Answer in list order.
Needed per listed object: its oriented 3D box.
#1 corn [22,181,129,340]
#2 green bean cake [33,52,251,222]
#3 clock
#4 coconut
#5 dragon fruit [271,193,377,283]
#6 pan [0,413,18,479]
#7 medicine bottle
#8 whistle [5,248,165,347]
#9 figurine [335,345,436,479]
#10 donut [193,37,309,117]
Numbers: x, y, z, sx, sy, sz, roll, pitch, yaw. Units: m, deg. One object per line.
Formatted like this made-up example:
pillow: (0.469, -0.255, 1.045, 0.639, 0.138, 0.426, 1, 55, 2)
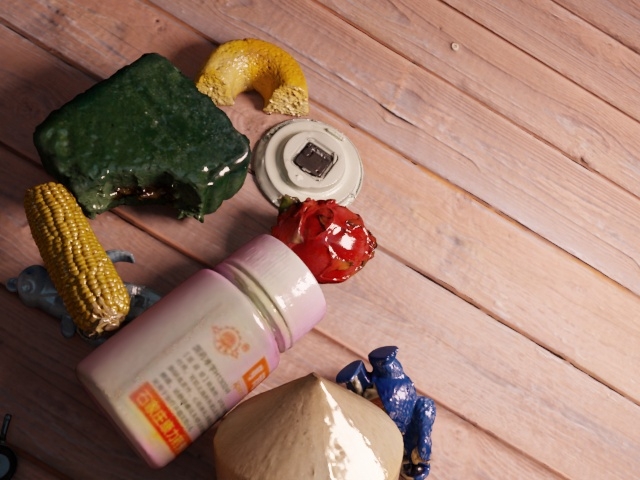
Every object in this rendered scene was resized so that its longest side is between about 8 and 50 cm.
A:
corn: (-0.406, 0.026, 1.107, 0.106, 0.106, 0.293, -24, 69, -22)
green bean cake: (-0.325, -0.153, 1.248, 0.308, 0.169, 0.300, -40, 81, -24)
clock: (-0.018, -0.161, 1.395, 0.236, 0.053, 0.237, 6, 68, -14)
coconut: (-0.022, 0.348, 1.047, 0.328, 0.329, 0.329, 5, 68, -13)
dragon fruit: (0.000, 0.000, 1.271, 0.209, 0.172, 0.172, 23, 65, 7)
pan: (-0.517, 0.340, 1.080, 0.068, 0.023, 0.115, 12, 69, -9)
medicine bottle: (-0.191, 0.174, 1.127, 0.388, 0.219, 0.219, -40, 83, -25)
whistle: (-0.406, 0.097, 1.168, 0.269, 0.093, 0.180, 8, 62, -13)
figurine: (0.130, 0.322, 1.216, 0.164, 0.121, 0.262, -11, 95, 7)
donut: (-0.146, -0.358, 1.420, 0.259, 0.101, 0.152, 3, 63, -9)
